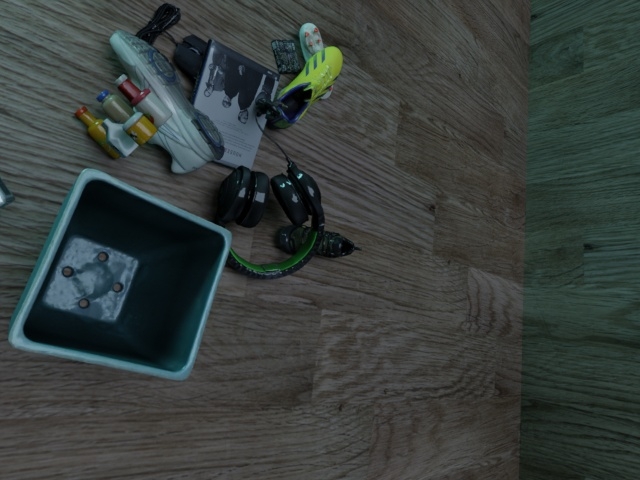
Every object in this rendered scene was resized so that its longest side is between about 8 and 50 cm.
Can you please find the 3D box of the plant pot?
[{"bbox_3d":[-0.342,0.065,0.714,0.247,0.252,0.248,28,68,-38],"label":"plant pot"}]

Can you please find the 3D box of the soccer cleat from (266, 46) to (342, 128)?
[{"bbox_3d":[-0.025,-0.385,1.094,0.289,0.121,0.093,-49,118,-17],"label":"soccer cleat"}]

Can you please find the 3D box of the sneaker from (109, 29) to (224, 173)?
[{"bbox_3d":[-0.319,-0.262,0.851,0.297,0.129,0.111,57,17,-10],"label":"sneaker"}]

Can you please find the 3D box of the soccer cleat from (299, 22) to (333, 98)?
[{"bbox_3d":[-0.011,-0.490,1.193,0.068,0.076,0.197,-21,118,-9],"label":"soccer cleat"}]

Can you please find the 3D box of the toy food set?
[{"bbox_3d":[-0.341,-0.218,0.747,0.111,0.232,0.104,-51,118,-17],"label":"toy food set"}]

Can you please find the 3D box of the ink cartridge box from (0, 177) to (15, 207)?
[{"bbox_3d":[-0.592,-0.114,0.546,0.238,0.060,0.275,-30,108,-15],"label":"ink cartridge box"}]

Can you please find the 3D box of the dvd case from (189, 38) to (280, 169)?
[{"bbox_3d":[-0.201,-0.290,0.971,0.179,0.029,0.239,14,98,-40],"label":"dvd case"}]

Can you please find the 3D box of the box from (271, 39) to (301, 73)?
[{"bbox_3d":[-0.090,-0.485,1.147,0.067,0.018,0.084,-23,101,-41],"label":"box"}]

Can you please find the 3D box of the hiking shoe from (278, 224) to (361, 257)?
[{"bbox_3d":[0.000,0.000,1.120,0.226,0.114,0.086,7,81,-41],"label":"hiking shoe"}]

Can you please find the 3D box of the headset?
[{"bbox_3d":[-0.117,-0.110,0.982,0.243,0.185,0.395,-5,114,-19],"label":"headset"}]

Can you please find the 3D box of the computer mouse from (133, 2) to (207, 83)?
[{"bbox_3d":[-0.277,-0.369,0.941,0.262,0.060,0.184,48,56,-27],"label":"computer mouse"}]
